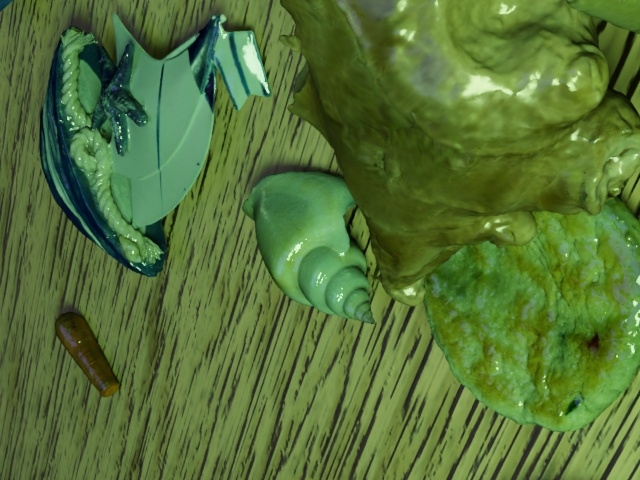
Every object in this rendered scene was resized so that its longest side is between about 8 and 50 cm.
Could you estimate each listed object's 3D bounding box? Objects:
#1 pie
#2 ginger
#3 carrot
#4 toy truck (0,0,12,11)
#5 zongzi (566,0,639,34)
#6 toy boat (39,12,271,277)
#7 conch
[{"bbox_3d":[0.127,0.024,0.859,0.187,0.041,0.187,19,114,49],"label":"pie"},{"bbox_3d":[0.070,-0.064,0.773,0.218,0.123,0.270,25,153,26],"label":"ginger"},{"bbox_3d":[-0.224,0.108,1.378,0.093,0.032,0.032,52,139,21],"label":"carrot"},{"bbox_3d":[-0.317,-0.291,1.267,0.113,0.126,0.208,46,156,33],"label":"toy truck"},{"bbox_3d":[0.168,-0.282,0.651,0.323,0.160,0.360,-61,18,18],"label":"zongzi"},{"bbox_3d":[-0.152,-0.113,1.176,0.210,0.070,0.292,53,136,21],"label":"toy boat"},{"bbox_3d":[-0.006,0.003,1.014,0.180,0.065,0.088,47,137,43],"label":"conch"}]
